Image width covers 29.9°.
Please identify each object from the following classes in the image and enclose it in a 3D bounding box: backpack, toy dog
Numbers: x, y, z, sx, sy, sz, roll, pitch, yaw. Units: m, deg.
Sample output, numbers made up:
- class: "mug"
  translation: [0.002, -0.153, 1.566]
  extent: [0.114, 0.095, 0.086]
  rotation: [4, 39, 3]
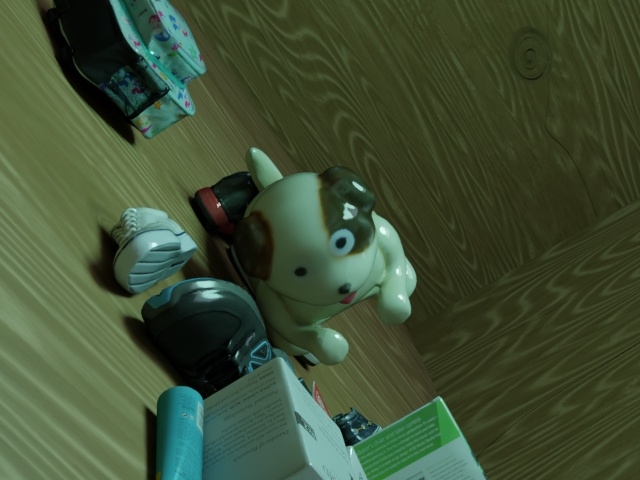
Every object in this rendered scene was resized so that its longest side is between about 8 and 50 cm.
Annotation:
- class: "backpack"
  translation: [-0.297, -0.297, 1.942]
  extent: [0.225, 0.191, 0.253]
  rotation: [63, 2, 35]
- class: "toy dog"
  translation: [0.000, 0.000, 1.961]
  extent: [0.408, 0.285, 0.395]
  rotation: [79, -9, -86]

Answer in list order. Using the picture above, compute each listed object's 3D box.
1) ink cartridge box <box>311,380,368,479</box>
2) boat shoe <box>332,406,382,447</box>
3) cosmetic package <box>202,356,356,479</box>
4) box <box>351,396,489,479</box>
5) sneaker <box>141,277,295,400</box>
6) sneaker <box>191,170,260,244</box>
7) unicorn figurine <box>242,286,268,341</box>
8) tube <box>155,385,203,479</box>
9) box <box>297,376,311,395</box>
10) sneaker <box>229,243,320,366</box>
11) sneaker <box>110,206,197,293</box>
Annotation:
- class: "ink cartridge box"
  translation: [0.053, 0.370, 1.582]
  extent: [0.261, 0.066, 0.296]
  rotation: [-85, 159, -49]
- class: "boat shoe"
  translation: [0.070, 0.353, 2.288]
  extent: [0.083, 0.065, 0.183]
  rotation: [61, 7, 1]
- class: "cosmetic package"
  translation: [-0.056, 0.265, 1.346]
  extent: [0.151, 0.151, 0.183]
  rotation: [54, 9, -35]
- class: "box"
  translation: [0.172, 0.445, 1.923]
  extent: [0.322, 0.232, 0.058]
  rotation: [61, 2, 11]
- class: "sneaker"
  translation: [-0.107, 0.166, 1.537]
  extent: [0.341, 0.125, 0.139]
  rotation: [49, 17, -49]
- class: "sneaker"
  translation: [-0.139, -0.062, 2.259]
  extent: [0.097, 0.135, 0.276]
  rotation: [59, 5, 15]
- class: "unicorn figurine"
  translation: [-0.120, 0.125, 1.893]
  extent: [0.162, 0.060, 0.111]
  rotation: [53, 5, -31]
- class: "tube"
  translation: [-0.148, 0.237, 1.260]
  extent: [0.080, 0.052, 0.207]
  rotation: [51, 15, -28]
- class: "box"
  translation: [-0.030, 0.274, 2.090]
  extent: [0.067, 0.018, 0.083]
  rotation: [60, 6, 5]
- class: "sneaker"
  translation: [-0.023, 0.086, 2.271]
  extent: [0.295, 0.178, 0.124]
  rotation: [57, 7, -23]
- class: "sneaker"
  translation: [-0.231, 0.006, 1.539]
  extent: [0.091, 0.094, 0.258]
  rotation: [42, 1, 3]
